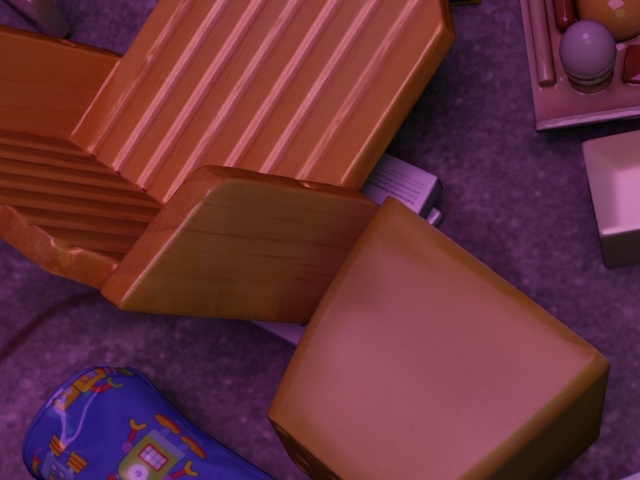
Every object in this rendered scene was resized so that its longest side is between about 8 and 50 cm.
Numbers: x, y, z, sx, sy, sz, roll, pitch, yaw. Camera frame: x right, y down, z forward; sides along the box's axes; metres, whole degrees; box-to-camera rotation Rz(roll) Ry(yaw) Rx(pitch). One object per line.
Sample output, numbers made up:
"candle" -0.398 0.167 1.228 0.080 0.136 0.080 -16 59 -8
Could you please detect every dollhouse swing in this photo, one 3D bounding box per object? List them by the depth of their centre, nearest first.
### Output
"dollhouse swing" -0.119 -0.144 1.263 0.347 0.315 0.305 33 106 36

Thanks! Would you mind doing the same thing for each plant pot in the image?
"plant pot" 0.079 0.130 1.193 0.212 0.212 0.187 38 76 20

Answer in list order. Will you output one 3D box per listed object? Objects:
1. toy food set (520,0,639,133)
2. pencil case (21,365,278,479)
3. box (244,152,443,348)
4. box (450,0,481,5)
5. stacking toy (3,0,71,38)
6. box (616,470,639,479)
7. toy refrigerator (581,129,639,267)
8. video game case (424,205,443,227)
"toy food set" 0.278 -0.248 1.337 0.220 0.092 0.306 -8 73 11
"pencil case" -0.101 0.220 1.272 0.306 0.119 0.133 32 78 20
"box" 0.000 0.000 1.337 0.145 0.038 0.186 27 82 19
"box" 0.113 -0.303 1.412 0.059 0.054 0.169 -5 73 12
"stacking toy" -0.320 -0.343 1.403 0.279 0.309 0.130 36 78 10
"box" 0.245 0.240 1.198 0.244 0.060 0.100 -22 70 -3
"toy refrigerator" 0.357 -0.058 1.258 0.269 0.102 0.094 -11 72 10
"video game case" 0.005 -0.009 1.369 0.157 0.019 0.143 35 84 20
